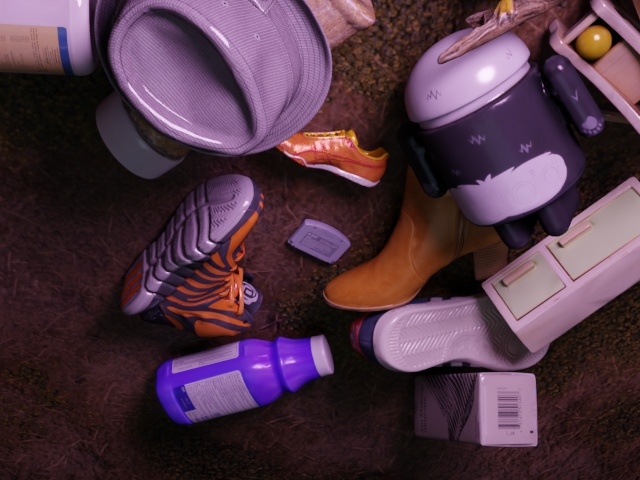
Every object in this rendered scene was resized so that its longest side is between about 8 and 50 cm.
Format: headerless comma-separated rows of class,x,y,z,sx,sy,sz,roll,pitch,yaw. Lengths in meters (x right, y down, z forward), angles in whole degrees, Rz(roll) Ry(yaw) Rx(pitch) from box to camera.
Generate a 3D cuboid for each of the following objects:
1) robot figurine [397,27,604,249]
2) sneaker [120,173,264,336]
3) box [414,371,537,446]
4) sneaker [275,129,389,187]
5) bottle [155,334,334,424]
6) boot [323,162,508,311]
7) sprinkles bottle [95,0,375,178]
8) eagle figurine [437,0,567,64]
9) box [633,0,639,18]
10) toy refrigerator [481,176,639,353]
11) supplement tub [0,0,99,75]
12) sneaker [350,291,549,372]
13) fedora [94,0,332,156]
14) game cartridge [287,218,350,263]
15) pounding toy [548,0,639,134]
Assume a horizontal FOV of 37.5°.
robot figurine,0.221,-0.131,1.177,0.209,0.173,0.278,-33,105,-1
sneaker,-0.140,0.031,1.368,0.180,0.124,0.321,25,136,-29
box,0.239,0.266,1.499,0.094,0.113,0.275,3,169,-15
sneaker,0.009,-0.127,1.277,0.175,0.064,0.067,14,109,-23
bottle,-0.121,0.219,1.537,0.283,0.092,0.118,-16,131,9
boot,0.131,-0.020,1.355,0.295,0.104,0.211,-13,126,0
sprinkles bottle,-0.108,-0.213,1.139,0.355,0.121,0.121,-32,126,21
eagle figurine,0.186,-0.378,1.005,0.226,0.225,0.298,-29,98,-28
box,0.401,-0.356,1.058,0.164,0.021,0.201,-43,133,0
toy refrigerator,0.378,0.035,1.364,0.270,0.102,0.094,-37,139,10
supplement tub,-0.354,-0.261,1.060,0.200,0.144,0.144,2,131,-6
sneaker,0.204,0.140,1.493,0.350,0.131,0.148,4,178,-31
fedora,-0.123,-0.182,1.011,0.244,0.124,0.275,-28,117,21
game cartridge,0.000,0.000,1.406,0.083,0.017,0.056,26,128,-25
pounding toy,0.374,-0.180,1.187,0.270,0.154,0.155,32,122,-28
